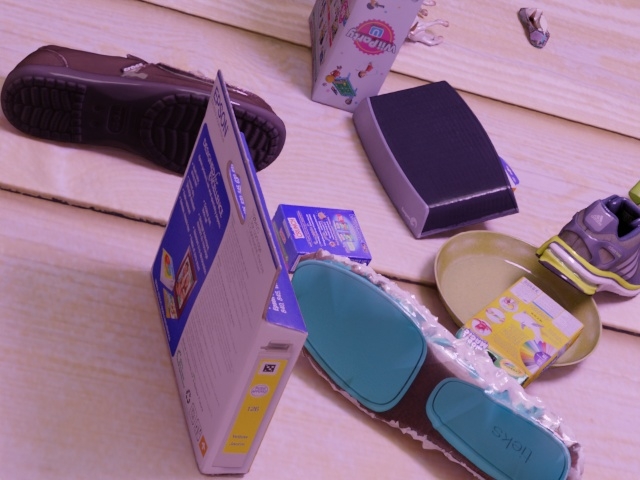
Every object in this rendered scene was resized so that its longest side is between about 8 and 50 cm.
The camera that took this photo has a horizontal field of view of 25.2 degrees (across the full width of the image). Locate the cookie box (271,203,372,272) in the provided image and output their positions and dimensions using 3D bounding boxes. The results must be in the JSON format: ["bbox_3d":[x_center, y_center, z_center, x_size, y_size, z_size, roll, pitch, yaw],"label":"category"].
[{"bbox_3d":[0.000,0.000,1.816,0.107,0.040,0.092,5,43,-26],"label":"cookie box"}]

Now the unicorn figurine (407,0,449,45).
[{"bbox_3d":[0.152,-0.354,2.313,0.111,0.060,0.162,-3,31,-32],"label":"unicorn figurine"}]

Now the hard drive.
[{"bbox_3d":[0.160,-0.123,2.005,0.172,0.054,0.255,-14,50,-14],"label":"hard drive"}]

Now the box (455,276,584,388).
[{"bbox_3d":[0.240,0.121,1.755,0.105,0.043,0.179,40,38,16],"label":"box"}]

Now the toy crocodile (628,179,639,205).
[{"bbox_3d":[0.611,0.008,2.121,0.340,0.105,0.115,31,79,5],"label":"toy crocodile"}]

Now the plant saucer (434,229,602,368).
[{"bbox_3d":[0.252,0.083,1.870,0.240,0.037,0.241,17,39,-14],"label":"plant saucer"}]

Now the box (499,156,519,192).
[{"bbox_3d":[0.221,-0.096,2.069,0.136,0.028,0.081,3,43,-31],"label":"box"}]

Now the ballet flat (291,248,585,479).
[{"bbox_3d":[0.128,0.165,1.656,0.409,0.147,0.147,39,39,11],"label":"ballet flat"}]

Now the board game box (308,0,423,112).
[{"bbox_3d":[0.077,-0.371,2.077,0.097,0.303,0.224,15,40,-15],"label":"board game box"}]

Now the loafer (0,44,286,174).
[{"bbox_3d":[-0.218,-0.185,1.828,0.365,0.134,0.130,14,40,-16],"label":"loafer"}]

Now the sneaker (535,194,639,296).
[{"bbox_3d":[0.407,0.003,1.952,0.111,0.121,0.300,45,22,20],"label":"sneaker"}]

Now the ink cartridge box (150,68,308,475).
[{"bbox_3d":[-0.092,0.033,1.506,0.072,0.307,0.304,5,43,-24],"label":"ink cartridge box"}]

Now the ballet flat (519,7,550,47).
[{"bbox_3d":[0.375,-0.380,2.478,0.041,0.041,0.114,11,40,-19],"label":"ballet flat"}]
